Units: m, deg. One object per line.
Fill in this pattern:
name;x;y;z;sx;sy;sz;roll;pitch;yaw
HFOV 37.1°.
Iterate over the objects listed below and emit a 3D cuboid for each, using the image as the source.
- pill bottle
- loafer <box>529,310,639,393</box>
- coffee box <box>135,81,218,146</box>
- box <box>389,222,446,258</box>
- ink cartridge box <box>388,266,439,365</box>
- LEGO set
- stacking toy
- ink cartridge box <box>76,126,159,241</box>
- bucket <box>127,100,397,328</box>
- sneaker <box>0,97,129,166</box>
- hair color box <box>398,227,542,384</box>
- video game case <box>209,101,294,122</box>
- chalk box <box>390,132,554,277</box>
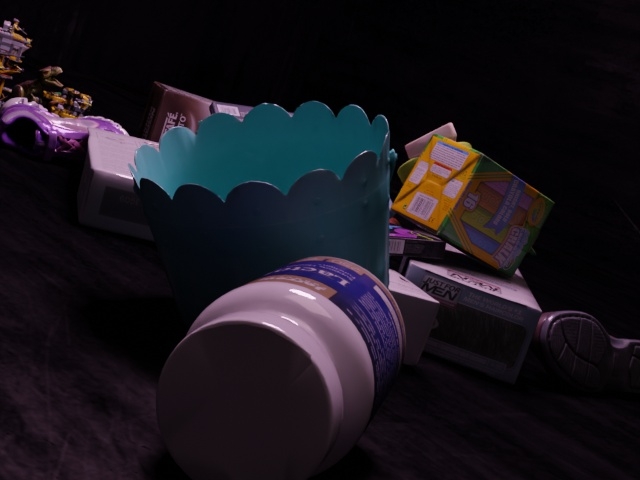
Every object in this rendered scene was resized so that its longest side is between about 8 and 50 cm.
pill bottle;-0.023;0.101;0.755;0.153;0.153;0.264;22;10;10
loafer;0.386;0.171;1.415;0.302;0.109;0.095;20;-12;-40
coffee box;-0.222;-0.200;1.976;0.297;0.168;0.119;14;11;-26
box;0.080;-0.007;1.329;0.116;0.029;0.162;4;9;-34
ink cartridge box;0.025;0.065;1.225;0.160;0.093;0.219;15;11;-27
LEGO set;-0.562;-0.317;1.853;0.255;0.192;0.331;17;10;-16
stacking toy;0.127;-0.058;1.542;0.279;0.130;0.309;-21;-10;12
ink cartridge box;-0.219;-0.076;1.487;0.308;0.091;0.385;13;11;-18
bucket;-0.052;-0.025;1.028;0.281;0.183;0.281;-6;24;3
sneaker;-0.443;-0.171;1.627;0.236;0.095;0.104;14;17;-6
hair color box;0.206;0.084;1.429;0.185;0.114;0.374;20;9;3
video game case;-0.096;-0.151;1.858;0.196;0.026;0.274;3;54;-34
chalk box;0.238;-0.041;1.395;0.213;0.132;0.132;27;3;-34
